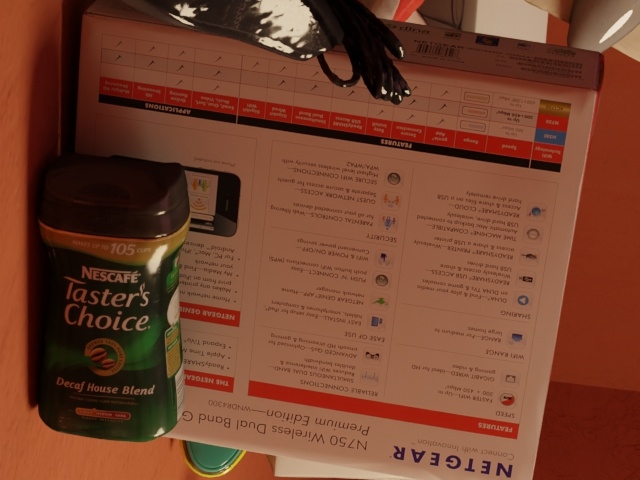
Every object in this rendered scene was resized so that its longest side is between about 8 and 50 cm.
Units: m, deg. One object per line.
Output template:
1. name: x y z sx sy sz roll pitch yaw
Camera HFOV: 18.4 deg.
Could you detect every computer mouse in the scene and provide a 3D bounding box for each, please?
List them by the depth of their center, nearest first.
1. computer mouse: -0.052 -0.172 1.124 0.072 0.188 0.272 -50 153 19

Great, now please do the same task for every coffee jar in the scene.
1. coffee jar: -0.134 0.034 1.277 0.079 0.096 0.184 -69 163 -66

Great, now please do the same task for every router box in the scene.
1. router box: 0.000 0.000 1.329 0.082 0.335 0.301 -68 167 -65

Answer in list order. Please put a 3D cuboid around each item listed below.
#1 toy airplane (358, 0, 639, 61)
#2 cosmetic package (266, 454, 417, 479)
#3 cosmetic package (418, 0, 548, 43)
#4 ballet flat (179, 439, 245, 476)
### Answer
1. toy airplane: 0.117 -0.299 1.595 0.272 0.386 0.384 -170 -113 -73
2. cosmetic package: 0.027 0.024 1.861 0.197 0.155 0.365 -119 -149 -71
3. cosmetic package: 0.114 -0.353 1.928 0.284 0.097 0.377 30 -56 51
4. ballet flat: -0.090 0.109 1.854 0.077 0.077 0.231 139 -42 -75
